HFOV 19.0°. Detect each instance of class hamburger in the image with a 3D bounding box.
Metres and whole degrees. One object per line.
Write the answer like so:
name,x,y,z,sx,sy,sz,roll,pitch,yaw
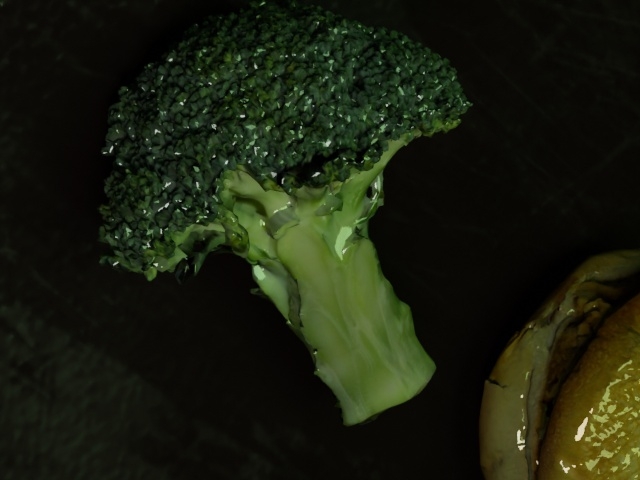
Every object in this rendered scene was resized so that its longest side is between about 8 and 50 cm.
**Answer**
hamburger,0.277,0.165,1.664,0.290,0.170,0.314,-39,122,-24

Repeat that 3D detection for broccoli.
broccoli,0.011,-0.018,1.403,0.252,0.221,0.361,-59,139,-7
